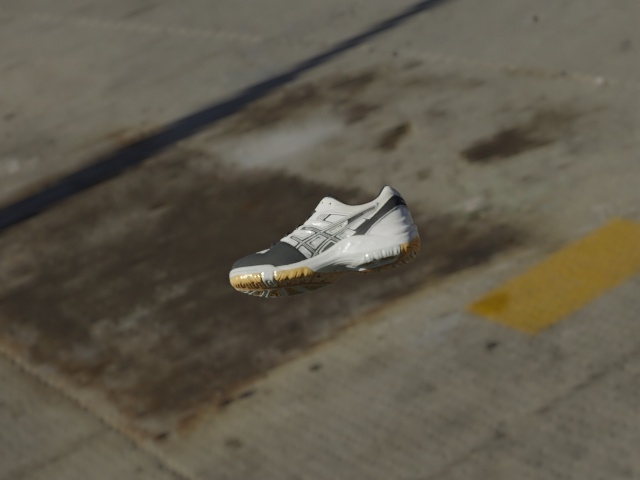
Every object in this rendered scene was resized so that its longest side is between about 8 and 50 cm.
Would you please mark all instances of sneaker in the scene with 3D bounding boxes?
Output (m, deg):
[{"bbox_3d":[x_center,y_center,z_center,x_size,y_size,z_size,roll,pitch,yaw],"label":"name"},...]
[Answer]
[{"bbox_3d":[0.000,0.000,0.767,0.083,0.037,0.032,-14,-16,2],"label":"sneaker"}]
